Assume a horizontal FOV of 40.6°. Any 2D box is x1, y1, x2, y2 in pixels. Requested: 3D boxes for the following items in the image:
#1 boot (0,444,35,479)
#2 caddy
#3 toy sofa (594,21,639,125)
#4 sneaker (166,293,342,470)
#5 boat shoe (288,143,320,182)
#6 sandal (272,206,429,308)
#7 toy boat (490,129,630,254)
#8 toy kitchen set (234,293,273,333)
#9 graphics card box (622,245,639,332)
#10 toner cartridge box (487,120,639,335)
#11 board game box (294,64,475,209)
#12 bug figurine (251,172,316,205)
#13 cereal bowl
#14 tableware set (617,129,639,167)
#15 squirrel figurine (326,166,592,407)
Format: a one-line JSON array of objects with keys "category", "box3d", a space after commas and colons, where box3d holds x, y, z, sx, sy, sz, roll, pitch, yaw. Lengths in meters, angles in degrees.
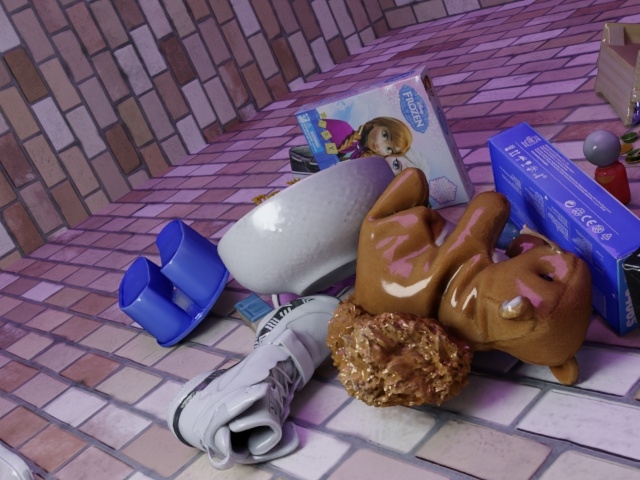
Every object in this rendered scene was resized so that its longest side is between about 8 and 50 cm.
[{"category": "boot", "box3d": [-0.642, 0.438, 1.606, 0.123, 0.095, 0.258, -31, 21, -37]}, {"category": "caddy", "box3d": [-0.321, 0.103, 1.968, 0.241, 0.179, 0.341, -49, 20, 4]}, {"category": "toy sofa", "box3d": [0.766, -0.394, 2.034, 0.150, 0.177, 0.362, 3, 24, 3]}, {"category": "sneaker", "box3d": [-0.066, 0.234, 1.414, 0.366, 0.137, 0.210, -36, 24, -16]}, {"category": "boat shoe", "box3d": [0.018, -0.232, 2.475, 0.335, 0.119, 0.121, -2, 30, 46]}, {"category": "sandal", "box3d": [0.076, 0.014, 1.742, 0.416, 0.169, 0.102, -35, 27, -26]}, {"category": "toy boat", "box3d": [0.422, -0.080, 1.599, 0.318, 0.148, 0.267, -27, 20, -4]}, {"category": "toy kitchen set", "box3d": [-0.092, 0.065, 1.800, 0.207, 0.166, 0.122, -30, 21, -15]}, {"category": "graphics card box", "box3d": [0.535, 0.032, 1.073, 0.371, 0.232, 0.094, -37, 28, -28]}, {"category": "toner cartridge box", "box3d": [0.384, -0.029, 1.332, 0.075, 0.165, 0.348, -26, 42, -6]}, {"category": "board game box", "box3d": [0.147, -0.201, 1.970, 0.318, 0.318, 0.066, -14, 24, 28]}, {"category": "bug figurine", "box3d": [-0.049, -0.122, 2.351, 0.279, 0.072, 0.216, -9, 19, 48]}, {"category": "cereal bowl", "box3d": [0.000, 0.000, 1.505, 0.339, 0.141, 0.339, -26, -11, -6]}, {"category": "tableware set", "box3d": [0.647, -0.194, 1.805, 0.104, 0.024, 0.154, -2, 30, 47]}, {"category": "squirrel figurine", "box3d": [0.204, 0.119, 1.290, 0.397, 0.281, 0.370, -45, 35, -13]}]
